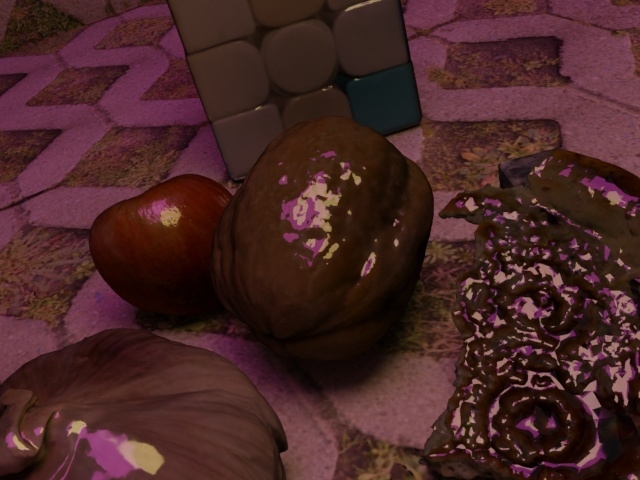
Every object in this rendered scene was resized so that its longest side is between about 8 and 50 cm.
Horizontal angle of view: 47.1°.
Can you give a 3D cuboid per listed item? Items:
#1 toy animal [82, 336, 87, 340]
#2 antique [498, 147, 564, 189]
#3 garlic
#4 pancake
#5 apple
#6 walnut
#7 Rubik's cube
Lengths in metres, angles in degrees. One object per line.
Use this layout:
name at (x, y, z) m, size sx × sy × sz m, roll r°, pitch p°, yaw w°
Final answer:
toy animal at (-0.414, 0.238, 0.769) m, size 0.367 × 0.081 × 0.206 m, roll -20°, pitch 38°, yaw 5°
antique at (0.281, -0.033, 0.879) m, size 0.086 × 0.088 × 0.183 m, roll -14°, pitch 34°, yaw 0°
garlic at (-0.184, 0.209, 0.611) m, size 0.322 × 0.241 × 0.322 m, roll -7°, pitch 14°, yaw 2°
pancake at (0.250, 0.065, 0.677) m, size 0.305 × 0.067 × 0.427 m, roll -1°, pitch 54°, yaw 17°
apple at (-0.183, 0.007, 0.924) m, size 0.195 × 0.173 × 0.160 m, roll -28°, pitch 34°, yaw -11°
walnut at (0.000, 0.000, 0.816) m, size 0.283 × 0.227 × 0.283 m, roll -17°, pitch 41°, yaw 15°
Rubik's cube at (-0.059, -0.360, 1.246) m, size 0.347 × 0.346 × 0.344 m, roll -17°, pitch 35°, yaw -4°
